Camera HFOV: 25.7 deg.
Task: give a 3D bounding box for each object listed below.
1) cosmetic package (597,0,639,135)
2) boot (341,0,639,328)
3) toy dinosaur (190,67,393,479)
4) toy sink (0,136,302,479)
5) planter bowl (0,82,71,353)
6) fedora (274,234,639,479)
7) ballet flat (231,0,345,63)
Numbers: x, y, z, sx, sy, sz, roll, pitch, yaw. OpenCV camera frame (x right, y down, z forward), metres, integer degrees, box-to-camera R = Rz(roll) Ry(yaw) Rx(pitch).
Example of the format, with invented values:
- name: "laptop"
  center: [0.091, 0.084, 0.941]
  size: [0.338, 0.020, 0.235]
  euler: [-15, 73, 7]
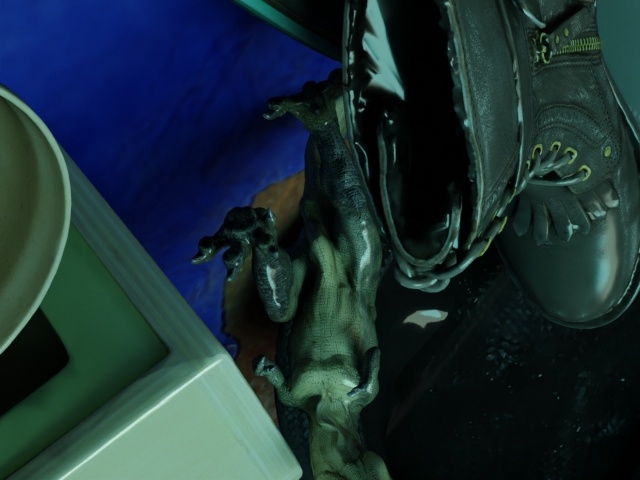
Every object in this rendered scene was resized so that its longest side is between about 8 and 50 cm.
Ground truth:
- name: "cosmetic package"
  center: [0.182, -0.165, 0.669]
  size: [0.107, 0.127, 0.238]
  euler: [-21, 139, -30]
- name: "boot"
  center: [0.072, -0.038, 0.596]
  size: [0.229, 0.091, 0.263]
  euler: [-51, 131, -57]
- name: "toy dinosaur"
  center: [0.000, 0.000, 0.599]
  size: [0.064, 0.268, 0.118]
  euler: [-9, 143, 16]
- name: "toy sink"
  center: [-0.154, 0.093, 0.582]
  size: [0.234, 0.153, 0.131]
  euler: [-37, 146, -8]
- name: "planter bowl"
  center: [-0.180, -0.018, 0.467]
  size: [0.162, 0.109, 0.162]
  euler: [-27, 143, -23]
- name: "fedora"
  center: [0.126, 0.066, 0.808]
  size: [0.334, 0.334, 0.152]
  euler: [-33, 179, -15]
- name: "ballet flat"
  center: [-0.051, -0.137, 0.498]
  size: [0.280, 0.095, 0.096]
  euler: [5, 114, -61]
